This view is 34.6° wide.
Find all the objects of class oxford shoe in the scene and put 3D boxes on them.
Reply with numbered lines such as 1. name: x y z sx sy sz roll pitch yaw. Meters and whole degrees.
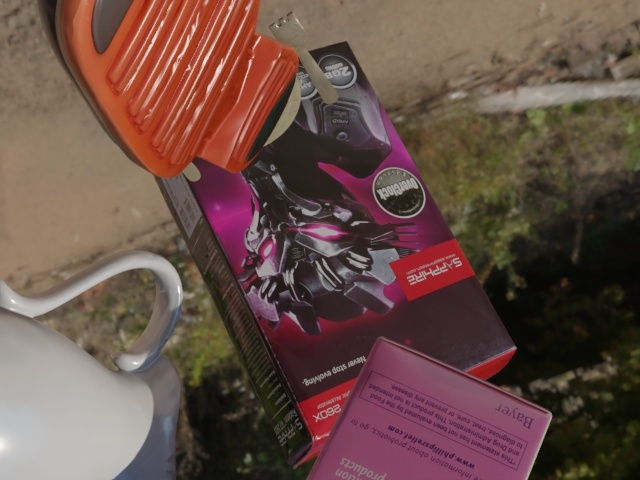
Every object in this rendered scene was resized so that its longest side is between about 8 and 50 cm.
1. oxford shoe: -0.082 -0.088 0.465 0.097 0.098 0.271 -62 174 -1

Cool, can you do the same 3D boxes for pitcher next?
1. pitcher: -0.168 0.079 0.592 0.125 0.178 0.207 4 170 39

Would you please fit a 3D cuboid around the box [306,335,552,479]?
1. box: 0.032 0.222 0.653 0.213 0.117 0.243 91 24 -62

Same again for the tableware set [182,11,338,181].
1. tableware set: -0.083 -0.136 0.678 0.128 0.039 0.194 -29 133 6

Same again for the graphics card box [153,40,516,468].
1. graphics card box: 0.000 0.000 0.997 0.232 0.371 0.094 -19 162 -24
